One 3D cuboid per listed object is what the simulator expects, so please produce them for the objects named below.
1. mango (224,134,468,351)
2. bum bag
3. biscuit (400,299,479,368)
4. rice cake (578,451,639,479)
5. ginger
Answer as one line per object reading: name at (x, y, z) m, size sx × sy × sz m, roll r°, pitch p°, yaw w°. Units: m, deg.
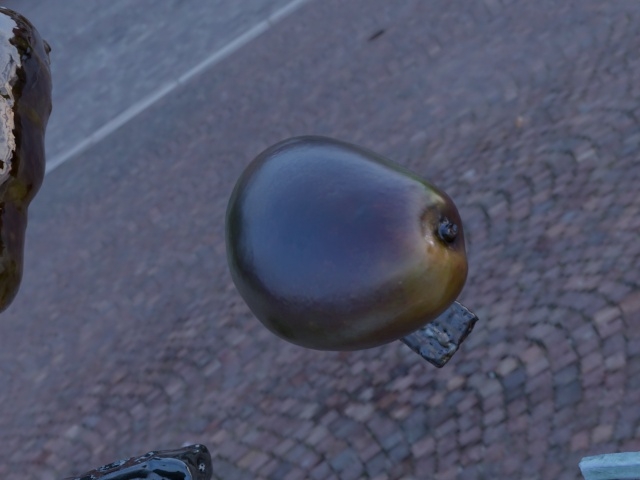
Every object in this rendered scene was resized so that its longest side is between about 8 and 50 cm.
mango at (0.000, 0.000, 0.831) m, size 0.267 × 0.111 × 0.133 m, roll 26°, pitch 99°, yaw 63°
bum bag at (-0.207, 0.242, 1.065) m, size 0.142 × 0.080 × 0.326 m, roll 2°, pitch -24°, yaw -44°
biscuit at (0.045, 0.032, 1.322) m, size 0.070 × 0.252 × 0.106 m, roll -52°, pitch 2°, yaw -2°
rice cake at (0.446, 0.307, 1.745) m, size 0.207 × 0.033 × 0.033 m, roll -14°, pitch 30°, yaw 42°
ginger at (-0.380, -0.121, 1.255) m, size 0.176 × 0.254 × 0.418 m, roll -36°, pitch 33°, yaw 26°
